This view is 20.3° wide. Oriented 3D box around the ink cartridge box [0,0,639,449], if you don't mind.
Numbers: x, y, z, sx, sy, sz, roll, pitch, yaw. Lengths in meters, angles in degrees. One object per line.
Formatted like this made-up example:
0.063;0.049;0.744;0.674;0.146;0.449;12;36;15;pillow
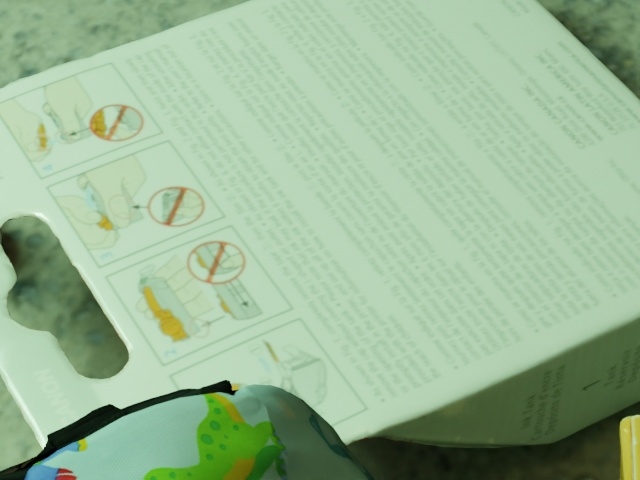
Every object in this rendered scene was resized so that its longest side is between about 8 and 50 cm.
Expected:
0.000;0.000;0.957;0.385;0.091;0.308;-23;52;-20;ink cartridge box

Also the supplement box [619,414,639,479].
0.157;0.163;0.729;0.078;0.233;0.080;0;50;8;supplement box

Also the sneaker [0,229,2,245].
-0.280;0.019;0.997;0.208;0.094;0.081;-39;58;-22;sneaker

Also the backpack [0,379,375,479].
-0.061;0.190;0.656;0.290;0.356;0.273;-20;51;-11;backpack
